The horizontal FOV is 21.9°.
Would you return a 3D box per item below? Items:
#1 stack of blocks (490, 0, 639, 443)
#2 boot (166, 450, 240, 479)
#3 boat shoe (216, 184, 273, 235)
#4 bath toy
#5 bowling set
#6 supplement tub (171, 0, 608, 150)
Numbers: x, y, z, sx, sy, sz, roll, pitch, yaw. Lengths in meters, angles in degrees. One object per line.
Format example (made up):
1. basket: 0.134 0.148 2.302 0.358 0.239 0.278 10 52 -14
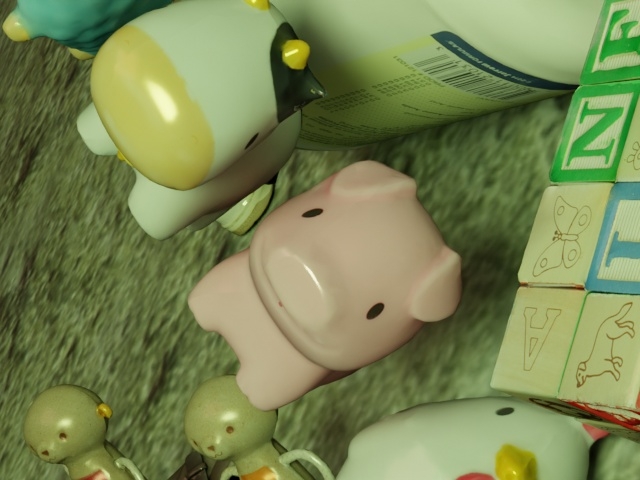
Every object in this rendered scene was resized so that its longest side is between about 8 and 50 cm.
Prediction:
1. stack of blocks: 0.185 -0.066 0.620 0.171 0.087 0.297 1 72 61
2. boot: -0.070 0.174 0.937 0.087 0.042 0.118 -26 52 38
3. boat shoe: -0.070 -0.077 1.134 0.063 0.059 0.170 -49 30 27
4. bath toy: 0.000 0.000 0.706 0.129 0.348 0.151 -34 -4 14
5. bowling set: -0.135 0.170 0.796 0.287 0.154 0.200 -25 11 39
6. supplement tub: 0.037 -0.172 0.836 0.325 0.235 0.235 -9 58 58
